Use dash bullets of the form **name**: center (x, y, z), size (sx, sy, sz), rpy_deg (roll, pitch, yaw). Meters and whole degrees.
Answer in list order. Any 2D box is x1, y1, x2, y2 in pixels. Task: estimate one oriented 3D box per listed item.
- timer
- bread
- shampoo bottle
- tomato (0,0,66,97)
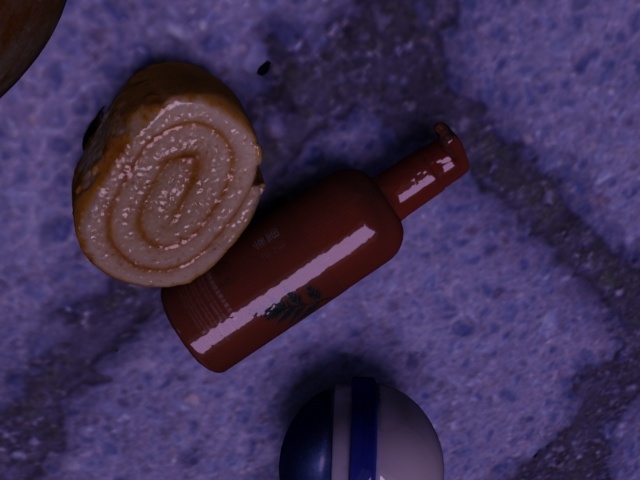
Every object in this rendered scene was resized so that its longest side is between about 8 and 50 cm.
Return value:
- **timer**: center (0.028, 0.301, 0.735), size (0.270, 0.270, 0.383), rpy_deg (-3, 107, -17)
- **bread**: center (-0.100, -0.042, 0.566), size (0.122, 0.073, 0.149), rpy_deg (24, 112, -35)
- **shampoo bottle**: center (0.000, 0.001, 0.614), size (0.244, 0.085, 0.085), rpy_deg (-35, 125, 5)
- **tomato**: center (-0.235, -0.158, 0.357), size (0.270, 0.222, 0.270), rpy_deg (-6, 121, -11)
